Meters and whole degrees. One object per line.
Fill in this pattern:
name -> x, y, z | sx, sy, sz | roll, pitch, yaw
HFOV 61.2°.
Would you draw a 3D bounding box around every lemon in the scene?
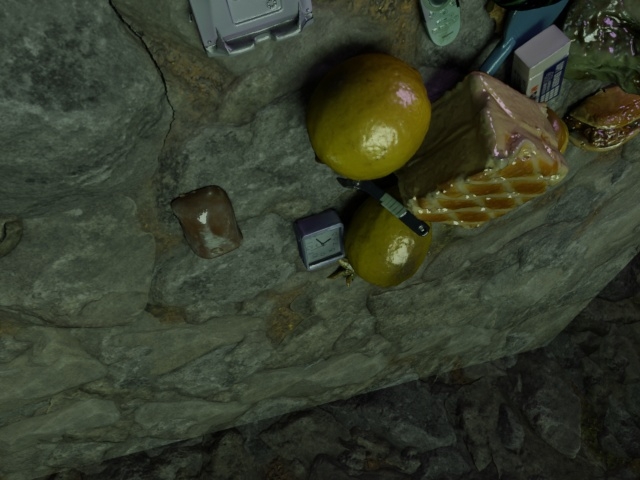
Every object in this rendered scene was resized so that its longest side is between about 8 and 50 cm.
lemon -> 0.210, -0.015, 1.689 | 0.286, 0.285, 0.316 | -3, 94, -30
lemon -> 0.112, -0.288, 1.280 | 0.297, 0.297, 0.297 | -17, 143, -13

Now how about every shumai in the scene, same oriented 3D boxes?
shumai -> 0.848, -0.525, 1.415 | 0.397, 0.323, 0.324 | -42, 143, 23

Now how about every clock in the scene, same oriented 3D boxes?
clock -> -0.138, -0.474, 1.057 | 0.253, 0.083, 0.186 | -22, 143, -7
clock -> -0.001, 0.000, 1.734 | 0.145, 0.073, 0.193 | -21, 144, -10

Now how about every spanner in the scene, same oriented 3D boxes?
spanner -> 0.180, -0.114, 1.547 | 0.087, 0.316, 0.024 | -50, 179, 1

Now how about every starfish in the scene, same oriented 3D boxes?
starfish -> 0.104, 0.082, 1.930 | 0.176, 0.053, 0.208 | 25, 114, -36

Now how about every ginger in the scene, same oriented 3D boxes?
ginger -> 0.445, -0.567, 1.346 | 0.137, 0.044, 0.057 | 25, 89, -54

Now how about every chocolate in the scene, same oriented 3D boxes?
chocolate -> -0.302, -0.031, 1.499 | 0.161, 0.083, 0.261 | -24, 143, -7

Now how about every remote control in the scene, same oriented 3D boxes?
remote control -> 0.267, -0.560, 1.241 | 0.097, 0.045, 0.256 | -29, 141, 0

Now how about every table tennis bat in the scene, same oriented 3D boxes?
table tennis bat -> 0.525, -0.556, 1.368 | 0.329, 0.044, 0.215 | -51, 153, 20

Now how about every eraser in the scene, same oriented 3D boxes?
eraser -> 0.597, -0.457, 1.487 | 0.124, 0.081, 0.279 | -33, 159, 7

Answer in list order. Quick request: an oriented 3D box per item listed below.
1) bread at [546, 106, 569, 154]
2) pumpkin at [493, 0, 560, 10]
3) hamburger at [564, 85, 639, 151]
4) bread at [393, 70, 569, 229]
bread -> 0.642, -0.287, 1.686 | 0.143, 0.195, 0.269 | 2, 131, -44
pumpkin -> 0.462, -0.625, 1.111 | 0.315, 0.238, 0.315 | -14, 144, -10
hamburger -> 0.952, -0.399, 1.772 | 0.282, 0.245, 0.155 | 14, 155, 20
bread -> 0.426, -0.224, 1.490 | 0.390, 0.279, 0.371 | 8, 153, -41
